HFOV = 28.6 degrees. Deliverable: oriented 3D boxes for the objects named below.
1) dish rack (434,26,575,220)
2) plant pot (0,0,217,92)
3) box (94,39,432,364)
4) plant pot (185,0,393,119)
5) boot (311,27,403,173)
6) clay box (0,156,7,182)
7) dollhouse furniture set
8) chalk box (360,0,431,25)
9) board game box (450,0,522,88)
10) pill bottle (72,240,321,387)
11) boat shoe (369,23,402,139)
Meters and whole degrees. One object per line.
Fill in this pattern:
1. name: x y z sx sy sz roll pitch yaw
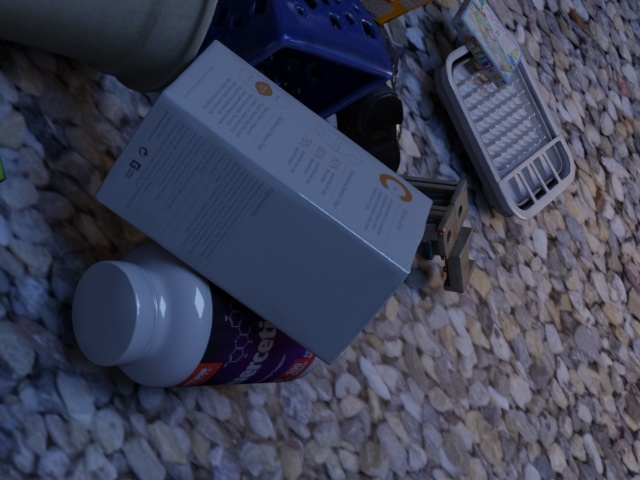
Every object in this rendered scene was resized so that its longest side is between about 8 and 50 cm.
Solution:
1. dish rack: 0.333 -0.213 2.328 0.285 0.072 0.332 -35 101 -48
2. plant pot: -0.326 -0.358 1.492 0.306 0.334 0.333 3 72 -36
3. box: -0.060 -0.051 1.518 0.345 0.168 0.215 36 28 -5
4. plant pot: -0.066 -0.299 1.799 0.236 0.236 0.212 10 62 -45
5. boot: 0.041 -0.216 1.956 0.091 0.263 0.229 -13 51 -24
6. clay box: -0.432 -0.153 1.401 0.053 0.127 0.222 -11 84 -50
7. dollhouse furniture set: 0.166 0.005 2.041 0.129 0.129 0.183 -61 150 -42
8. chalk box: 0.095 -0.521 1.971 0.180 0.179 0.288 20 54 -54
9. board game box: 0.304 -0.367 2.290 0.154 0.026 0.103 51 43 -20
10. pill bottle: -0.144 0.093 1.581 0.323 0.182 0.181 3 72 -47
11. boat shoe: 0.085 -0.287 2.059 0.092 0.103 0.285 -8 75 -45
